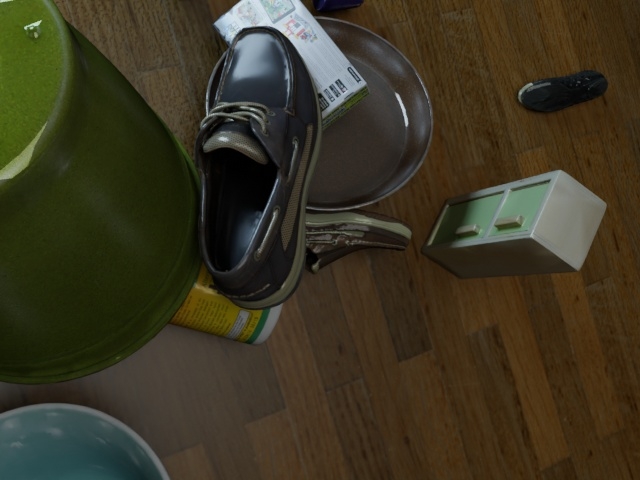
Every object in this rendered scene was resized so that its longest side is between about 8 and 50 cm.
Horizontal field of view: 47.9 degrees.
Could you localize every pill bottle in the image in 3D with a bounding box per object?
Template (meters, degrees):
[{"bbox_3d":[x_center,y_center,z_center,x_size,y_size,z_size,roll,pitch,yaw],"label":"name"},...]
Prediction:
[{"bbox_3d":[-0.159,0.054,0.918,0.208,0.117,0.117,18,79,-19],"label":"pill bottle"}]

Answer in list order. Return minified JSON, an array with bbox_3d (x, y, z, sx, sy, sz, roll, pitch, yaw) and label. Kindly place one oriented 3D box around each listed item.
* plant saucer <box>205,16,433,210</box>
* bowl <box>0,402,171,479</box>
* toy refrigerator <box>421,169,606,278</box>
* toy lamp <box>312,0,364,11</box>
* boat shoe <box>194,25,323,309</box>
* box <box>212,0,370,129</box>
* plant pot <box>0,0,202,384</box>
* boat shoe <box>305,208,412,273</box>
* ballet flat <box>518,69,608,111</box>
[{"bbox_3d":[-0.001,-0.172,0.993,0.310,0.050,0.311,4,66,-8],"label":"plant saucer"},{"bbox_3d":[-0.284,0.348,0.782,0.311,0.163,0.311,-2,65,3],"label":"bowl"},{"bbox_3d":[0.255,-0.016,1.008,0.094,0.269,0.102,33,75,-16],"label":"toy refrigerator"},{"bbox_3d":[-0.066,-0.371,1.015,0.274,0.080,0.080,0,85,-23],"label":"toy lamp"},{"bbox_3d":[-0.073,-0.102,0.838,0.132,0.130,0.355,-6,73,13],"label":"boat shoe"},{"bbox_3d":[-0.040,-0.241,0.948,0.114,0.036,0.207,-37,75,5],"label":"box"},{"bbox_3d":[-0.308,-0.071,0.683,0.366,0.353,0.366,1,72,-3],"label":"plant pot"},{"bbox_3d":[-0.002,0.001,1.005,0.257,0.095,0.095,9,85,-9],"label":"boat shoe"},{"bbox_3d":[0.406,-0.253,1.220,0.173,0.049,0.057,-12,122,-19],"label":"ballet flat"}]
